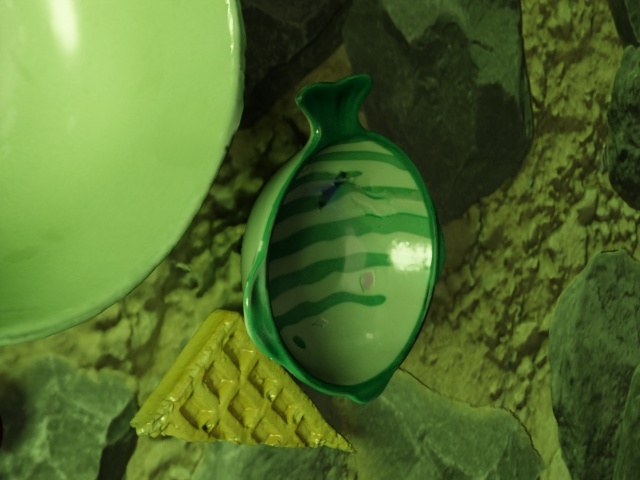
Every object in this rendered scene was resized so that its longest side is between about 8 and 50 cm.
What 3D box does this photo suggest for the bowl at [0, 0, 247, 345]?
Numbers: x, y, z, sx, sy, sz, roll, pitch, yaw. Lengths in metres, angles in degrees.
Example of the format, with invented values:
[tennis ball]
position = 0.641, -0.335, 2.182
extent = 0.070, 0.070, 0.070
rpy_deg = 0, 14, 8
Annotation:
[bowl]
position = -0.205, -0.105, 0.644
extent = 0.307, 0.163, 0.307
rpy_deg = -6, 99, -45

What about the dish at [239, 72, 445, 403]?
[dish]
position = 0.000, 0.000, 0.927
extent = 0.224, 0.078, 0.246
rpy_deg = -19, 108, -44

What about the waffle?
[waffle]
position = -0.051, 0.151, 0.920
extent = 0.125, 0.032, 0.191
rpy_deg = -56, 128, -29

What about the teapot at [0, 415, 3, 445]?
[teapot]
position = -0.221, 0.121, 0.734
extent = 0.068, 0.045, 0.100
rpy_deg = -47, 124, -31
